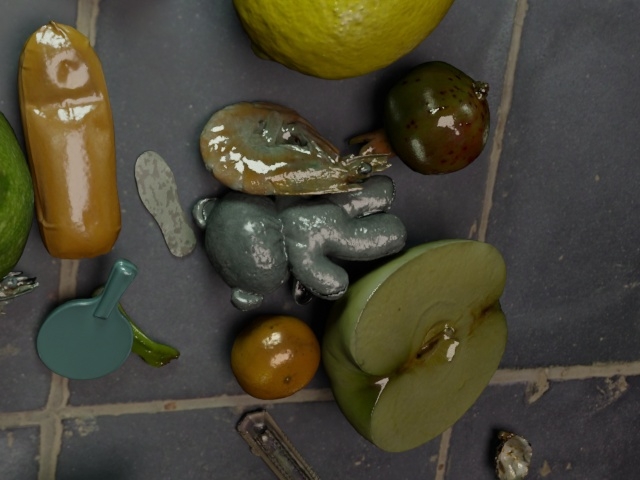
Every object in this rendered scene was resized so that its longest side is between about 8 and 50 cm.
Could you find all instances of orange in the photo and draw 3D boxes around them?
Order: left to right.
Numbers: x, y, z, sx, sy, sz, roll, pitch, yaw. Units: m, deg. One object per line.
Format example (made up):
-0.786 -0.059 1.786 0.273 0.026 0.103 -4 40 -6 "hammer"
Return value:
-0.080 0.196 1.908 0.159 0.136 0.159 -16 132 -19 "orange"

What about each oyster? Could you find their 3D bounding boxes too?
0.391 0.447 2.293 0.103 0.051 0.148 -28 127 -31 "oyster"

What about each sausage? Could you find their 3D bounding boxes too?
-0.374 -0.151 1.651 0.134 0.116 0.354 -5 106 -12 "sausage"

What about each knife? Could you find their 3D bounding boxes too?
-0.046 0.450 2.063 0.089 0.043 0.365 -39 119 -14 "knife"

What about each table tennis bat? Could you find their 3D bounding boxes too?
-0.356 0.127 1.759 0.149 0.038 0.237 23 114 -21 "table tennis bat"

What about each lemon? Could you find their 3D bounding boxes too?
0.024 -0.401 1.669 0.364 0.364 0.364 -9 110 -26 "lemon"

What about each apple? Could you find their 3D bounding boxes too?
0.182 0.174 1.962 0.360 0.320 0.312 -30 79 -30 "apple"

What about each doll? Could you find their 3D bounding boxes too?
-0.029 -0.003 1.852 0.340 0.158 0.246 -14 73 -16 "doll"

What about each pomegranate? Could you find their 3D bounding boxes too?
0.170 -0.201 1.892 0.246 0.198 0.198 -10 111 -6 "pomegranate"

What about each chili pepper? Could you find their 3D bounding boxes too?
-0.308 0.152 1.825 0.052 0.050 0.202 -25 124 20 "chili pepper"

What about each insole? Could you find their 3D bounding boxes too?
-0.253 -0.058 1.808 0.065 0.006 0.193 -31 118 -17 "insole"

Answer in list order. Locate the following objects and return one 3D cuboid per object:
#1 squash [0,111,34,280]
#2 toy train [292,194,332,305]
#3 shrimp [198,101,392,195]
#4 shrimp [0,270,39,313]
-0.523 -0.059 1.485 0.310 0.309 0.310 -8 109 -25 "squash"
0.000 0.000 1.937 0.052 0.051 0.234 20 95 -31 "toy train"
-0.039 -0.150 1.804 0.317 0.077 0.168 2 71 -12 "shrimp"
-0.575 0.130 1.665 0.317 0.062 0.164 -16 117 -19 "shrimp"
